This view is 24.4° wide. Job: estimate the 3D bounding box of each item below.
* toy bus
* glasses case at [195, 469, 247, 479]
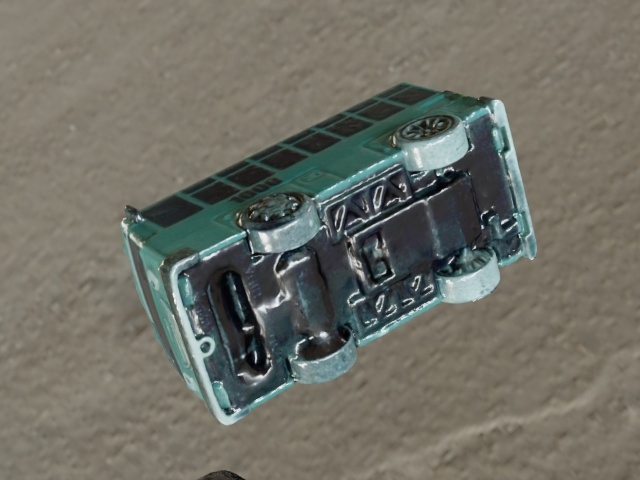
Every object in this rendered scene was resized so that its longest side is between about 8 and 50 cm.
[{"bbox_3d":[0.000,0.000,0.975,0.256,0.128,0.147,-27,26,-22],"label":"toy bus"},{"bbox_3d":[-0.096,0.202,0.538,0.067,0.103,0.266,32,72,14],"label":"glasses case"}]
